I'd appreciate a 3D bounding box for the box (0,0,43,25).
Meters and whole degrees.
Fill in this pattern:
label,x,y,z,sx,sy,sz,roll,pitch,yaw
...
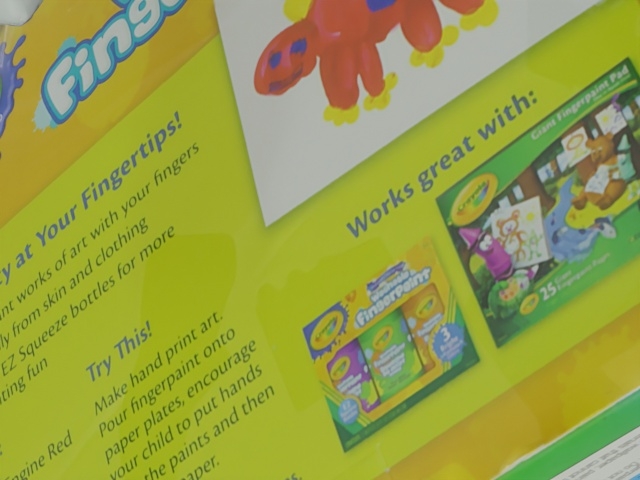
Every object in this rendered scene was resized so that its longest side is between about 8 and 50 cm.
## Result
label,x,y,z,sx,sy,sz,roll,pitch,yaw
box,-0.086,-0.137,0.341,0.137,0.072,0.126,-72,-17,-50

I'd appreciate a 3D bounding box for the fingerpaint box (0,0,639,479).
label,x,y,z,sx,sy,sz,roll,pitch,yaw
fingerpaint box,0.000,0.000,0.692,0.445,0.163,0.371,-38,52,26
